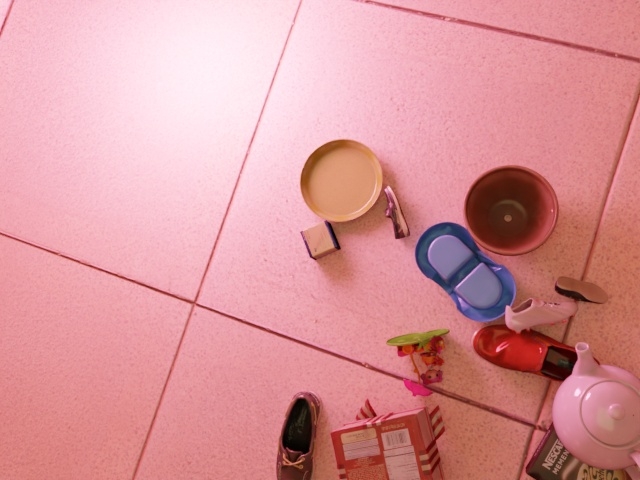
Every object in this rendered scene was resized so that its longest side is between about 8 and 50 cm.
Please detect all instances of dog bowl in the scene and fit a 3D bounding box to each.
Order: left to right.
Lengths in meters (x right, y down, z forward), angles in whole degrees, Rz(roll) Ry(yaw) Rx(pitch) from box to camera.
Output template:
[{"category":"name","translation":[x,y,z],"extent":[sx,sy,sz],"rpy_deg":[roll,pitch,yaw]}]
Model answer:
[{"category":"dog bowl","translation":[0.382,0.085,1.931],"extent":[0.166,0.074,0.297],"rpy_deg":[-44,73,3]}]

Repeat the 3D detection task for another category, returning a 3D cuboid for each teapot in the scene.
[{"category":"teapot","translation":[0.651,0.398,1.640],"extent":[0.256,0.187,0.253],"rpy_deg":[22,78,14]}]

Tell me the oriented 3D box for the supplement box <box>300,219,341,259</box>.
[{"category":"supplement box","translation":[0.000,0.000,2.048],"extent":[0.083,0.056,0.083],"rpy_deg":[-24,76,9]}]

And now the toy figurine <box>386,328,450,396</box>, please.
[{"category":"toy figurine","translation":[0.271,0.327,1.917],"extent":[0.173,0.130,0.159],"rpy_deg":[-12,92,-13]}]

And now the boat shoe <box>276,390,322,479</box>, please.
[{"category":"boat shoe","translation":[-0.065,0.555,1.955],"extent":[0.109,0.091,0.305],"rpy_deg":[9,83,15]}]

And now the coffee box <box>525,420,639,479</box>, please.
[{"category":"coffee box","translation":[0.665,0.568,1.756],"extent":[0.297,0.119,0.168],"rpy_deg":[30,88,17]}]

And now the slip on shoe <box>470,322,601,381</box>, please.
[{"category":"slip on shoe","translation":[0.543,0.288,1.843],"extent":[0.331,0.101,0.123],"rpy_deg":[17,87,17]}]

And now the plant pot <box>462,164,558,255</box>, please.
[{"category":"plant pot","translation":[0.492,-0.069,1.906],"extent":[0.237,0.110,0.237],"rpy_deg":[-3,77,11]}]

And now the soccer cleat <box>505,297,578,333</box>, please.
[{"category":"soccer cleat","translation":[0.561,0.177,1.847],"extent":[0.196,0.068,0.076],"rpy_deg":[-14,99,-10]}]

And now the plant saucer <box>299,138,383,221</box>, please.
[{"category":"plant saucer","translation":[0.061,-0.168,2.071],"extent":[0.241,0.037,0.241],"rpy_deg":[-2,81,13]}]

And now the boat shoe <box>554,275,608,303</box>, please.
[{"category":"boat shoe","translation":[0.667,0.131,1.870],"extent":[0.133,0.042,0.049],"rpy_deg":[19,61,15]}]

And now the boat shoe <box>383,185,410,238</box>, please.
[{"category":"boat shoe","translation":[0.200,-0.076,2.012],"extent":[0.049,0.056,0.152],"rpy_deg":[-21,76,4]}]

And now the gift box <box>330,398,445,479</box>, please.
[{"category":"gift box","translation":[0.181,0.526,1.811],"extent":[0.255,0.258,0.276],"rpy_deg":[-10,78,12]}]
